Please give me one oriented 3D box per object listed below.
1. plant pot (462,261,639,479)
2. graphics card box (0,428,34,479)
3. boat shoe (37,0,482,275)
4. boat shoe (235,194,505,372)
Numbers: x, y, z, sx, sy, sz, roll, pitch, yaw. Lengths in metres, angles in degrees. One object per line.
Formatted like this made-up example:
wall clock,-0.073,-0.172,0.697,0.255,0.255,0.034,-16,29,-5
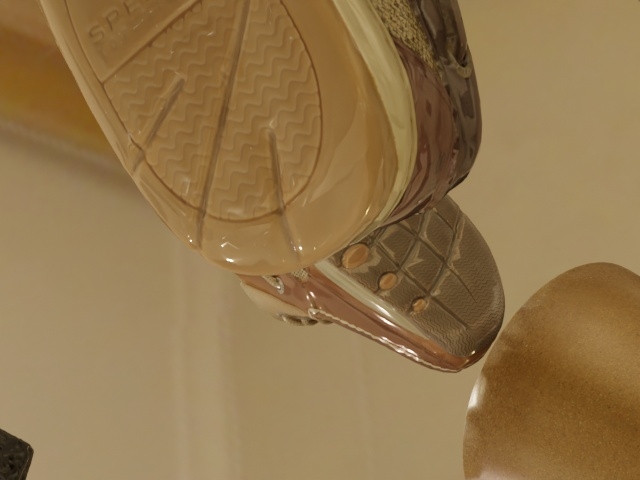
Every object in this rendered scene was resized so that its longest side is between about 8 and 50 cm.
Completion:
plant pot,0.281,0.167,1.398,0.237,0.254,0.237,-20,-60,-38
graphics card box,-0.411,0.240,1.421,0.233,0.371,0.094,32,-147,-16
boat shoe,-0.043,-0.127,0.495,0.092,0.103,0.285,-12,-108,-57
boat shoe,0.000,0.000,1.291,0.123,0.116,0.324,-25,-132,-33
